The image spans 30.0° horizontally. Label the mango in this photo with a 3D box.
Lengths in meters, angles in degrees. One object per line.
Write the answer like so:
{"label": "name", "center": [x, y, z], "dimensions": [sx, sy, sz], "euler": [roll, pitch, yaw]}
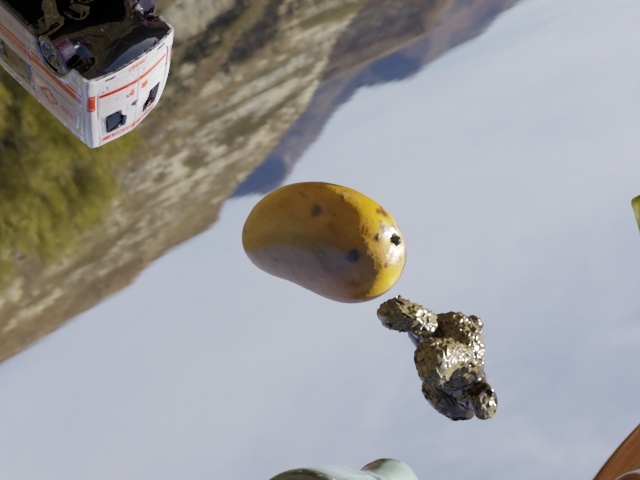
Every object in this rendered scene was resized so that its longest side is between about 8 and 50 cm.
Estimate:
{"label": "mango", "center": [0.001, -0.003, 1.193], "dimensions": [0.178, 0.115, 0.090], "euler": [21, -152, 28]}

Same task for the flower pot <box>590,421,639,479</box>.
{"label": "flower pot", "center": [0.352, 0.269, 1.187], "dimensions": [0.190, 0.173, 0.190], "euler": [11, -152, -6]}

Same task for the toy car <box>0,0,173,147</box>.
{"label": "toy car", "center": [-0.202, -0.165, 0.854], "dimensions": [0.089, 0.209, 0.108], "euler": [-41, 164, -28]}

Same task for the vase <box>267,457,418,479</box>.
{"label": "vase", "center": [0.022, 0.199, 0.874], "dimensions": [0.086, 0.086, 0.214], "euler": [-23, 169, 16]}

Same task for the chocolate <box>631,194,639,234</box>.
{"label": "chocolate", "center": [0.532, 0.042, 1.303], "dimensions": [0.301, 0.289, 0.137], "euler": [-21, -173, -12]}

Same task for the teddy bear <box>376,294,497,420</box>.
{"label": "teddy bear", "center": [0.112, 0.098, 1.028], "dimensions": [0.078, 0.119, 0.160], "euler": [-37, 146, -4]}

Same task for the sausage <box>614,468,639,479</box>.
{"label": "sausage", "center": [0.236, 0.184, 0.854], "dimensions": [0.039, 0.041, 0.131], "euler": [-38, 158, 17]}
